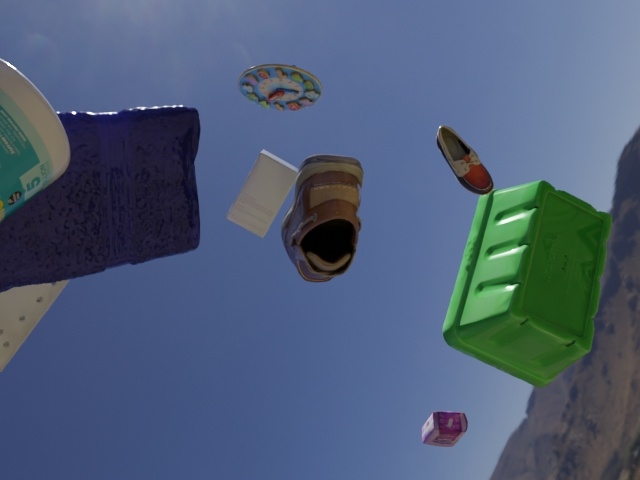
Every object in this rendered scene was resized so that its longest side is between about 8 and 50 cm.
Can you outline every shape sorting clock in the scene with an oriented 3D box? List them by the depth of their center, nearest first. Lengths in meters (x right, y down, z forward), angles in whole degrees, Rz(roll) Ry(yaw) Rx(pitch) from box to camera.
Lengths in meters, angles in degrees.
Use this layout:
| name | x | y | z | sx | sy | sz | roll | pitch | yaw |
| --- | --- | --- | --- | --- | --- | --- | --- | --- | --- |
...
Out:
| name | x | y | z | sx | sy | sz | roll | pitch | yaw |
| --- | --- | --- | --- | --- | --- | --- | --- | --- | --- |
| shape sorting clock | -0.098 | -0.366 | 1.386 | 0.206 | 0.206 | 0.040 | 23 | -115 | -62 |

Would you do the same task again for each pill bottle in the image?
| name | x | y | z | sx | sy | sz | roll | pitch | yaw |
| --- | --- | --- | --- | --- | --- | --- | --- | --- | --- |
| pill bottle | -0.370 | -0.047 | 0.507 | 0.264 | 0.146 | 0.146 | -53 | -31 | -36 |

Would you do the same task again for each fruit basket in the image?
| name | x | y | z | sx | sy | sz | roll | pitch | yaw |
| --- | --- | --- | --- | --- | --- | --- | --- | --- | --- |
| fruit basket | 0.405 | 0.103 | 1.183 | 0.392 | 0.283 | 0.392 | -63 | 7 | 14 |

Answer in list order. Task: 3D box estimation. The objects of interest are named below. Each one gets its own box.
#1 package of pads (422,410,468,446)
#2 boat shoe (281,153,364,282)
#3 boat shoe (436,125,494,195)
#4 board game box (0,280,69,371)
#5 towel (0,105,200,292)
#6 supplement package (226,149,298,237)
| name | x | y | z | sx | sy | sz | roll | pitch | yaw |
| --- | --- | --- | --- | --- | --- | --- | --- | --- | --- |
| package of pads | 0.182 | 0.278 | 0.840 | 0.083 | 0.050 | 0.032 | 96 | 177 | -56 |
| boat shoe | 0.000 | 0.000 | 0.893 | 0.324 | 0.123 | 0.116 | 94 | 172 | -61 |
| boat shoe | 0.236 | -0.132 | 0.940 | 0.049 | 0.137 | 0.043 | -31 | -24 | 0 |
| board game box | -0.574 | -0.007 | 0.911 | 0.390 | 0.050 | 0.390 | -56 | -37 | -8 |
| towel | -0.309 | -0.065 | 0.772 | 0.308 | 0.076 | 0.228 | -14 | -61 | -40 |
| supplement package | -0.139 | -0.115 | 1.383 | 0.179 | 0.105 | 0.105 | -59 | 9 | 10 |
